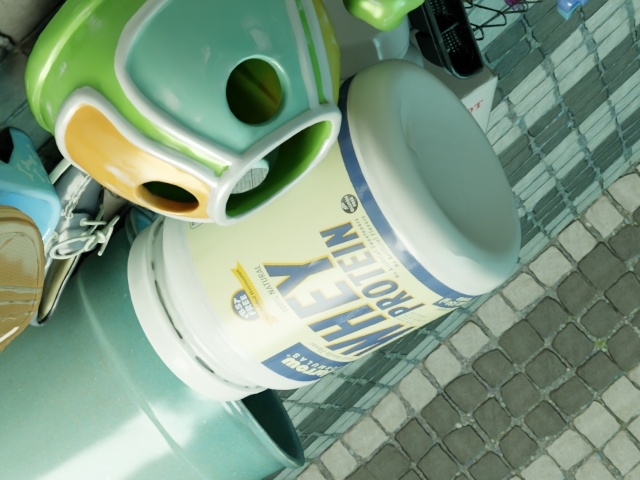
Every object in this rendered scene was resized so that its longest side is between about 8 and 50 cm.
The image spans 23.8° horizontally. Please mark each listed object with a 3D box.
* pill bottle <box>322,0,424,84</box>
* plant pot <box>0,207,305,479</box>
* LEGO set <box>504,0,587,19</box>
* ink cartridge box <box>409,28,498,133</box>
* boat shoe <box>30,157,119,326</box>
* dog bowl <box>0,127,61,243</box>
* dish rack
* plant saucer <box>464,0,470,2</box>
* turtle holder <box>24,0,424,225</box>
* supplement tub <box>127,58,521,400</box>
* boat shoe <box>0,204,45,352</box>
[{"bbox_3d":[0.035,-0.127,1.597,0.160,0.160,0.283,-34,137,-25],"label":"pill bottle"},{"bbox_3d":[-0.246,0.198,1.681,0.334,0.341,0.341,-35,164,2],"label":"plant pot"},{"bbox_3d":[0.349,-0.373,1.960,0.227,0.087,0.093,-42,164,-3],"label":"LEGO set"},{"bbox_3d":[0.091,-0.099,1.932,0.226,0.131,0.306,-35,153,-23],"label":"ink cartridge box"},{"bbox_3d":[-0.251,-0.011,1.499,0.254,0.079,0.095,-51,174,30],"label":"boat shoe"},{"bbox_3d":[-0.332,-0.024,1.316,0.166,0.074,0.297,-45,163,10],"label":"dog bowl"},{"bbox_3d":[0.184,-0.317,1.565,0.271,0.074,0.208,-35,120,-24],"label":"dish rack"},{"bbox_3d":[0.210,-0.351,1.786,0.200,0.037,0.200,-38,164,-13],"label":"plant saucer"},{"bbox_3d":[-0.082,-0.150,1.293,0.320,0.227,0.243,-26,157,-43],"label":"turtle holder"},{"bbox_3d":[0.000,0.000,1.447,0.325,0.235,0.235,-30,171,28],"label":"supplement tub"},{"bbox_3d":[-0.316,0.059,1.315,0.104,0.089,0.285,4,136,-31],"label":"boat shoe"}]
